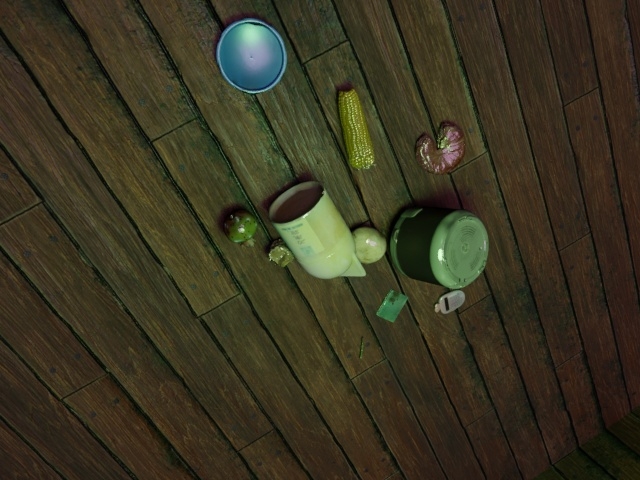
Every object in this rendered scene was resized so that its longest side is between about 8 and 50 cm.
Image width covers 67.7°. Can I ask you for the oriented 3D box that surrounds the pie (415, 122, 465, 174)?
[{"bbox_3d":[0.496,-0.372,1.952,0.218,0.054,0.204,-43,115,0],"label":"pie"}]

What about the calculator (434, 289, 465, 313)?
[{"bbox_3d":[0.601,0.287,2.225,0.165,0.024,0.103,-20,113,-13],"label":"calculator"}]

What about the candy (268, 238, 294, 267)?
[{"bbox_3d":[-0.151,0.046,1.852,0.085,0.110,0.095,-39,105,17],"label":"candy"}]

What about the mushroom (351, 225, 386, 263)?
[{"bbox_3d":[0.186,0.017,1.947,0.166,0.127,0.166,2,121,3],"label":"mushroom"}]

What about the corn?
[{"bbox_3d":[0.128,-0.415,1.792,0.106,0.106,0.305,-21,108,-10],"label":"corn"}]

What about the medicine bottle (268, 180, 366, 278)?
[{"bbox_3d":[0.000,0.000,1.810,0.235,0.236,0.406,-35,124,-4],"label":"medicine bottle"}]

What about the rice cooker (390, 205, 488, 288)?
[{"bbox_3d":[0.471,0.022,1.932,0.335,0.325,0.336,-4,98,-33],"label":"rice cooker"}]

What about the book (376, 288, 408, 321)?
[{"bbox_3d":[0.320,0.293,2.139,0.103,0.017,0.135,26,98,-24],"label":"book"}]

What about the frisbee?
[{"bbox_3d":[-0.235,-0.628,1.633,0.241,0.045,0.242,-6,110,-17],"label":"frisbee"}]

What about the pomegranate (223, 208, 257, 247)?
[{"bbox_3d":[-0.293,-0.048,1.780,0.129,0.159,0.130,-3,73,10],"label":"pomegranate"}]

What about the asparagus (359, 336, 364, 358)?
[{"bbox_3d":[0.188,0.484,2.161,0.014,0.015,0.115,-2,109,-15],"label":"asparagus"}]
